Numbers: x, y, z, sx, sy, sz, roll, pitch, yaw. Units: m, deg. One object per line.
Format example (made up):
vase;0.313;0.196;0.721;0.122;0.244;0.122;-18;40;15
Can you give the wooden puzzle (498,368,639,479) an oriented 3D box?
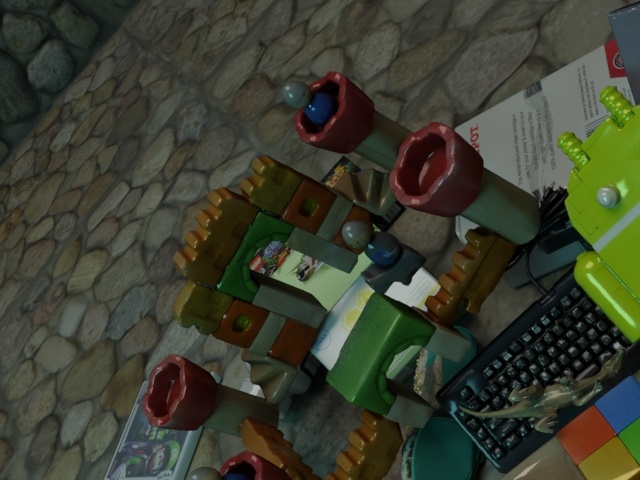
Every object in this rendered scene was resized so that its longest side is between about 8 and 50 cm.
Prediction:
wooden puzzle;0.255;0.274;0.956;0.348;0.080;0.322;-44;33;10

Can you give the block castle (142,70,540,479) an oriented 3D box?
block castle;-0.009;0.063;1.167;0.453;0.212;0.303;-61;35;7

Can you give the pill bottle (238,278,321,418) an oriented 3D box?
pill bottle;-0.043;0.143;1.441;0.094;0.094;0.169;0;57;51

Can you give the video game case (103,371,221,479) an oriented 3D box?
video game case;-0.235;0.285;1.601;0.173;0.022;0.190;-13;47;44

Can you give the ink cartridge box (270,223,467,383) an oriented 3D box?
ink cartridge box;0.042;0.069;1.353;0.235;0.056;0.171;43;94;25

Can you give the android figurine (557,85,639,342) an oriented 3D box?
android figurine;0.327;-0.018;0.975;0.056;0.273;0.248;-28;-16;-47

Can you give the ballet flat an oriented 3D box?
ballet flat;0.132;0.203;1.199;0.077;0.091;0.241;117;172;-51

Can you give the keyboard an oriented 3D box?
keyboard;0.243;0.069;1.128;0.317;0.033;0.201;-44;69;10

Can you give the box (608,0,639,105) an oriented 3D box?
box;0.396;-0.124;1.005;0.163;0.247;0.142;-13;10;44

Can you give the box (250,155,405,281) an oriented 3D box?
box;0.000;0.000;1.580;0.233;0.044;0.159;-49;32;2

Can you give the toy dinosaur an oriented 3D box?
toy dinosaur;0.216;0.159;1.067;0.183;0.092;0.053;-24;80;20

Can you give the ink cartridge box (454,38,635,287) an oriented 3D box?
ink cartridge box;0.294;-0.094;1.250;0.272;0.114;0.197;-27;39;30
